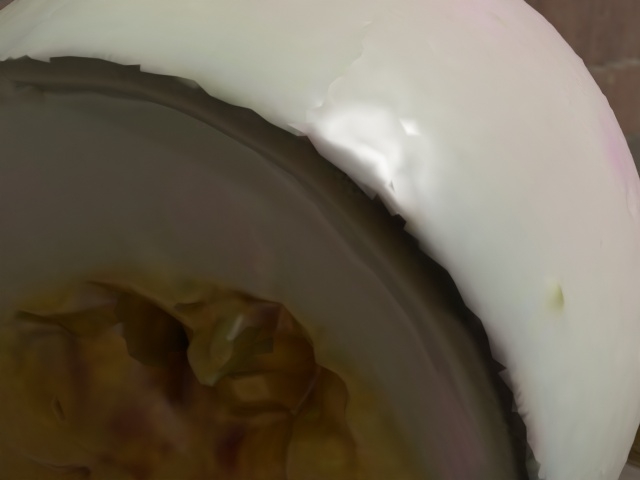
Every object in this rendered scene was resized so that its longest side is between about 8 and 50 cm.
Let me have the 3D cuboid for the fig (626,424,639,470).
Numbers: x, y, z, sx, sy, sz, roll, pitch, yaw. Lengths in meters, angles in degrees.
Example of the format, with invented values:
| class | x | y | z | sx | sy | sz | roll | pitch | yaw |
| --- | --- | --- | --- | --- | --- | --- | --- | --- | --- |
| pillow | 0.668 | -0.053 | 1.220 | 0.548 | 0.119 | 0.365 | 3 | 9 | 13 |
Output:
| class | x | y | z | sx | sy | sz | roll | pitch | yaw |
| --- | --- | --- | --- | --- | --- | --- | --- | --- | --- |
| fig | 0.299 | 0.143 | 1.335 | 0.160 | 0.143 | 0.230 | -57 | -159 | 28 |

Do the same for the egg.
| class | x | y | z | sx | sy | sz | roll | pitch | yaw |
| --- | --- | --- | --- | --- | --- | --- | --- | --- | --- |
| egg | 0.000 | 0.000 | 0.820 | 0.340 | 0.355 | 0.354 | -48 | 139 | -51 |
